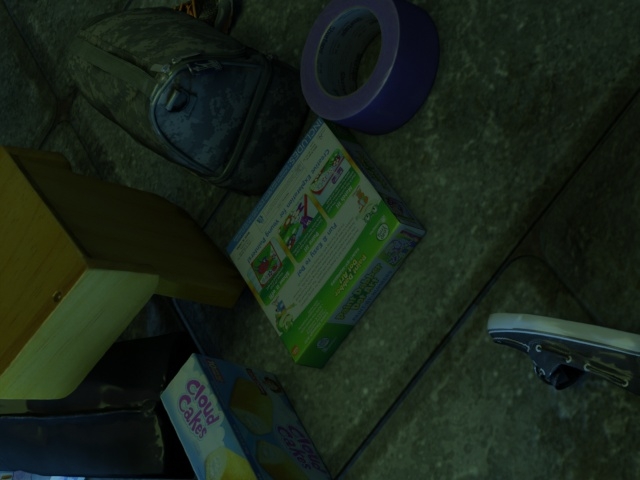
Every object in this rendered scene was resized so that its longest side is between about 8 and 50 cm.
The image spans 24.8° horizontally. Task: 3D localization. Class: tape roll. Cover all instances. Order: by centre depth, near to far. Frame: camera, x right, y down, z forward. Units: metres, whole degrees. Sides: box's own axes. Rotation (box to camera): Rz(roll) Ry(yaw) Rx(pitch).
[{"bbox_3d":[0.064,-0.242,1.958,0.189,0.080,0.189,-19,63,43],"label":"tape roll"}]

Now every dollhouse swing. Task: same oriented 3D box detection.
[{"bbox_3d":[-0.342,0.070,2.090,0.315,0.305,0.347,-51,45,6],"label":"dollhouse swing"}]

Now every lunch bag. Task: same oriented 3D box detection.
[{"bbox_3d":[-0.200,-0.214,2.104,0.305,0.256,0.213,31,101,47],"label":"lunch bag"}]

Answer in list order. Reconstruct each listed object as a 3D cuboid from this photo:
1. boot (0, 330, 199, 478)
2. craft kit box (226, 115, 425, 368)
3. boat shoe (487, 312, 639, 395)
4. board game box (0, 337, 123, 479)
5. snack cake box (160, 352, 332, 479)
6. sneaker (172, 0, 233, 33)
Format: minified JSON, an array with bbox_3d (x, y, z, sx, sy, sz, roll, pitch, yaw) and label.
[{"bbox_3d":[-0.382,0.172,2.153,0.445,0.146,0.367,-5,90,35],"label":"boot"},{"bbox_3d":[0.000,0.000,1.969,0.250,0.061,0.247,-53,42,21],"label":"craft kit box"},{"bbox_3d":[0.275,0.130,1.614,0.228,0.080,0.076,9,82,41],"label":"boat shoe"},{"bbox_3d":[-0.447,0.250,2.363,0.318,0.066,0.319,41,108,46],"label":"board game box"},{"bbox_3d":[-0.087,0.279,1.897,0.089,0.152,0.264,-52,46,21],"label":"snack cake box"},{"bbox_3d":[-0.219,-0.337,2.297,0.215,0.083,0.084,-31,54,36],"label":"sneaker"}]
